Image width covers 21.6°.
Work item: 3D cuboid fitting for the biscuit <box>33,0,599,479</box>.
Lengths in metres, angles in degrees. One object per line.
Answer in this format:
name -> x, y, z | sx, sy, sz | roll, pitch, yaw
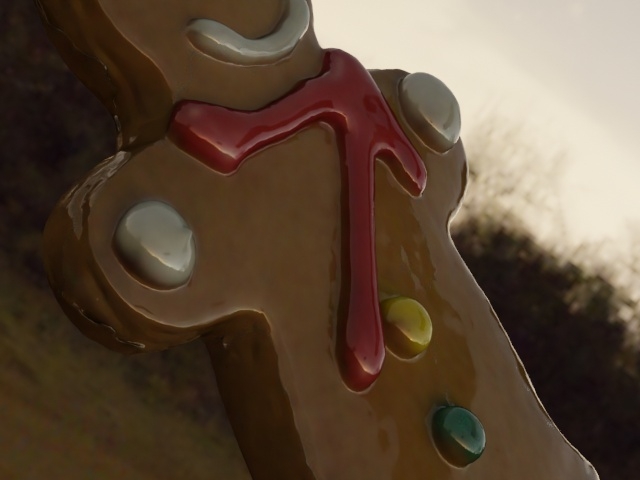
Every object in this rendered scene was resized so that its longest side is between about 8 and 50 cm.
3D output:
biscuit -> 0.000, 0.000, 0.598 | 0.216, 0.047, 0.339 | -19, 85, -52
